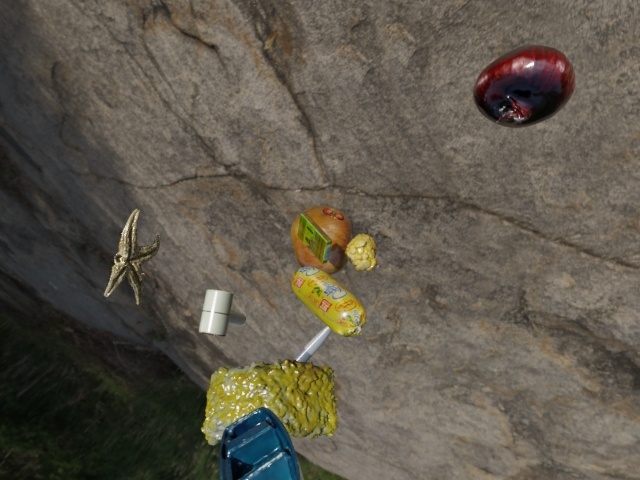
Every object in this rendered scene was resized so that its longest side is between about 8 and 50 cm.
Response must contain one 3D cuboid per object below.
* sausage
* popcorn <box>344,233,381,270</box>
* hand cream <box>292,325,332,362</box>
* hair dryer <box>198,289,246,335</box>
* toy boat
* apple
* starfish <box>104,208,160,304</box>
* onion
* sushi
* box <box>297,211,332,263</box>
[{"bbox_3d":[0.019,0.177,1.250,0.347,0.123,0.123,36,151,46],"label":"sausage"},{"bbox_3d":[0.182,0.052,1.867,0.140,0.194,0.163,-32,125,26],"label":"popcorn"},{"bbox_3d":[-0.023,0.402,1.572,0.048,0.255,0.079,42,173,6],"label":"hand cream"},{"bbox_3d":[-0.448,0.364,1.974,0.128,0.203,0.362,3,165,16],"label":"hair dryer"},{"bbox_3d":[-0.063,0.294,0.485,0.061,0.096,0.299,66,165,-7],"label":"toy boat"},{"bbox_3d":[0.000,0.000,2.242,0.334,0.400,0.400,9,138,4],"label":"apple"},{"bbox_3d":[-0.492,0.047,1.095,0.050,0.247,0.138,12,170,20],"label":"starfish"},{"bbox_3d":[0.587,-0.421,1.191,0.273,0.285,0.273,15,157,7],"label":"onion"},{"bbox_3d":[-0.167,0.520,1.311,0.351,0.240,0.396,-22,149,38],"label":"sushi"},{"bbox_3d":[-0.027,-0.011,1.633,0.193,0.030,0.121,49,142,36],"label":"box"}]
